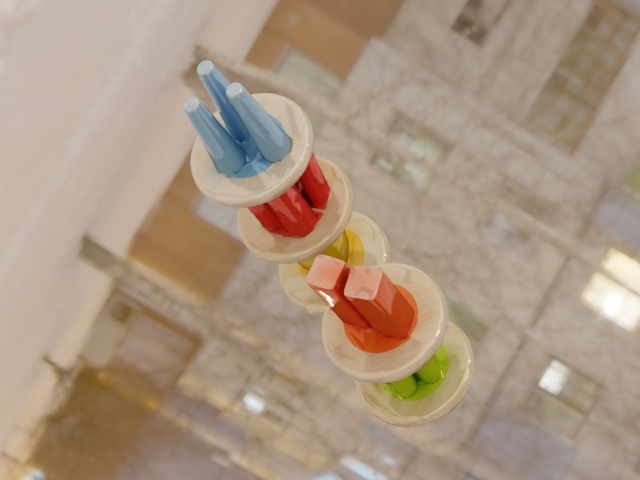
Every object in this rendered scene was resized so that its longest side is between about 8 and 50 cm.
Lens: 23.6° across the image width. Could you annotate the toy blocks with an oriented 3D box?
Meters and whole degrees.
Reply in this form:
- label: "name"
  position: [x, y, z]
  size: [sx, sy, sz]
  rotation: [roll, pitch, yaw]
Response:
- label: "toy blocks"
  position: [0.000, 0.000, 0.613]
  size: [0.054, 0.123, 0.148]
  rotation: [-37, 145, -1]
